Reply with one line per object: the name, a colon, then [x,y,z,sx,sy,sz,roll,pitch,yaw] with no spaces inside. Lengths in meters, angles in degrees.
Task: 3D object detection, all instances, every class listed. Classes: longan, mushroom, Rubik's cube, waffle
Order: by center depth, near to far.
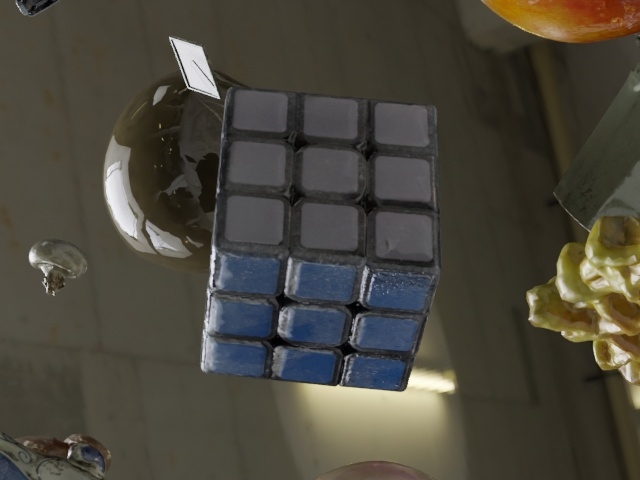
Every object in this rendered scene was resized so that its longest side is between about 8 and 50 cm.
waffle: [0.231,0.042,0.867,0.229,0.219,0.057,18,-112,-24]
Rubik's cube: [0.000,0.000,2.004,0.301,0.305,0.304,101,172,-50]
mushroom: [-0.380,0.040,2.083,0.085,0.085,0.079,32,-111,-56]
mushroom: [0.080,0.404,2.244,0.162,0.173,0.236,-38,-26,-35]
longan: [-0.198,-0.114,2.440,0.361,0.361,0.361,44,-143,-47]

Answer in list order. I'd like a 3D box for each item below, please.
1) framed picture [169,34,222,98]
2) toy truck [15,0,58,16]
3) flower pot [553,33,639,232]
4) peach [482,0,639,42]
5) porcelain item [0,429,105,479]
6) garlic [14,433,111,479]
framed picture: [-0.168,-0.234,1.955,0.006,0.066,0.089,-45,-43,-29]
toy truck: [-0.349,-0.319,1.660,0.063,0.052,0.123,60,-179,39]
flower pot: [0.468,-0.108,1.980,0.290,0.259,0.290,34,-164,-11]
peach: [0.312,-0.401,1.523,0.388,0.388,0.388,44,-143,-47]
porcelain item: [-0.335,0.271,1.454,0.288,0.138,0.186,35,-140,-21]
garlic: [-0.353,0.361,1.904,0.191,0.160,0.214,131,143,-67]
